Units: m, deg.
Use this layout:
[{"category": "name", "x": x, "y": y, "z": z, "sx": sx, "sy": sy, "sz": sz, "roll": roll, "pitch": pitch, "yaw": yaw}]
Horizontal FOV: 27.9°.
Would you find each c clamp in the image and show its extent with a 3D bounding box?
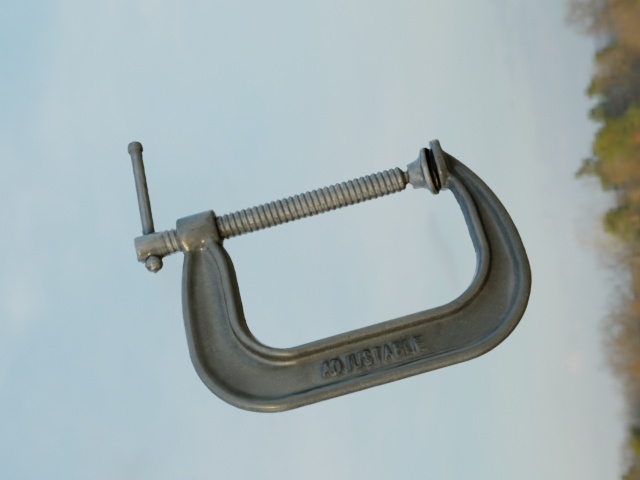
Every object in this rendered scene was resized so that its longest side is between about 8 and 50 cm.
[{"category": "c clamp", "x": 0.000, "y": 0.000, "z": 0.522, "sx": 0.022, "sy": 0.161, "sz": 0.137, "roll": 70, "pitch": -169, "yaw": -60}]
